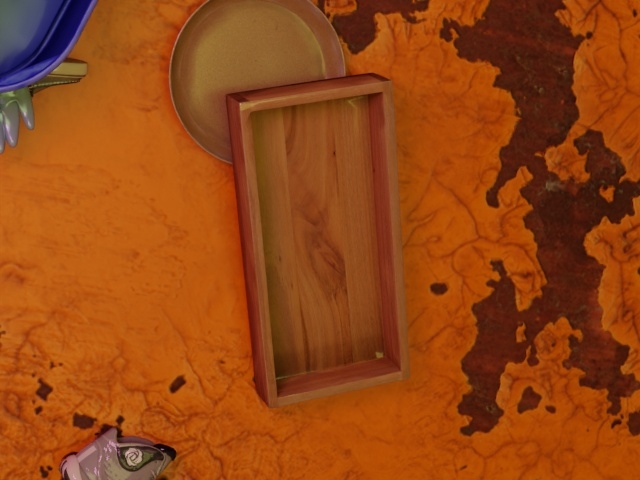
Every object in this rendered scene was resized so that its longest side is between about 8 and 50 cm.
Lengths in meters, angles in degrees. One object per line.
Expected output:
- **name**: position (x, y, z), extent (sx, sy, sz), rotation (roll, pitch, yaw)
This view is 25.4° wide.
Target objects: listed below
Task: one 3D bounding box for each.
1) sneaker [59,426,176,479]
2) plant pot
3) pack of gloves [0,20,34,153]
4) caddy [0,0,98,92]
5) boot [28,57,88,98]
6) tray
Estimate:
- **sneaker**: position (-0.222, 0.338, 1.855), extent (0.132, 0.086, 0.228), rotation (-41, 108, -11)
- **plant pot**: position (-0.083, -0.213, 1.836), extent (0.236, 0.032, 0.236), rotation (-3, 101, -18)
- **pack of gloves**: position (-0.441, -0.209, 1.663), extent (0.195, 0.046, 0.232), rotation (-7, 96, -21)
- **caddy**: position (-0.356, -0.324, 1.568), extent (0.241, 0.179, 0.341), rotation (28, 84, -19)
- **boot**: position (-0.378, -0.180, 1.726), extent (0.190, 0.069, 0.086), rotation (0, 104, -10)
- **tray**: position (0.000, 0.000, 1.858), extent (0.203, 0.076, 0.411), rotation (-10, 110, -17)
